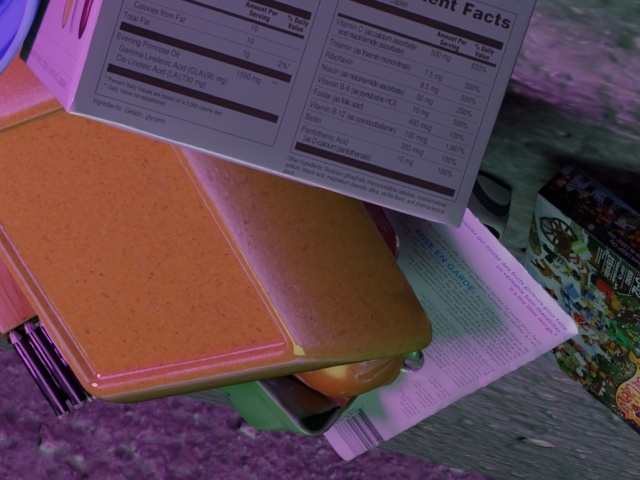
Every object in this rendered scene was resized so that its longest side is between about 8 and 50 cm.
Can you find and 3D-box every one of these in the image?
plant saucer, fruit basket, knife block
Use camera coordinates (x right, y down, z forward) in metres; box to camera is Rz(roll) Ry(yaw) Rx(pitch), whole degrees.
[{"bbox_3d":[-0.130,-0.015,1.327,0.333,0.081,0.333,-14,114,42],"label":"plant saucer"},{"bbox_3d":[0.000,0.000,1.417,0.327,0.165,0.353,47,140,-3],"label":"fruit basket"},{"bbox_3d":[-0.324,0.050,1.897,0.275,0.242,0.088,13,169,-7],"label":"knife block"}]

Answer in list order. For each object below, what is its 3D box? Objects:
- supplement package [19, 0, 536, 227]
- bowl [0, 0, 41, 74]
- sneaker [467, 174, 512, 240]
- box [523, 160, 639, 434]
[{"bbox_3d":[-0.034,-0.123,0.968,0.204,0.145,0.262,16,-174,-17],"label":"supplement package"},{"bbox_3d":[-0.330,-0.210,0.982,0.391,0.077,0.391,8,142,7],"label":"bowl"},{"bbox_3d":[0.061,0.025,1.608,0.235,0.153,0.094,0,158,46],"label":"sneaker"},{"bbox_3d":[0.239,0.055,1.507,0.159,0.044,0.233,40,158,21],"label":"box"}]
